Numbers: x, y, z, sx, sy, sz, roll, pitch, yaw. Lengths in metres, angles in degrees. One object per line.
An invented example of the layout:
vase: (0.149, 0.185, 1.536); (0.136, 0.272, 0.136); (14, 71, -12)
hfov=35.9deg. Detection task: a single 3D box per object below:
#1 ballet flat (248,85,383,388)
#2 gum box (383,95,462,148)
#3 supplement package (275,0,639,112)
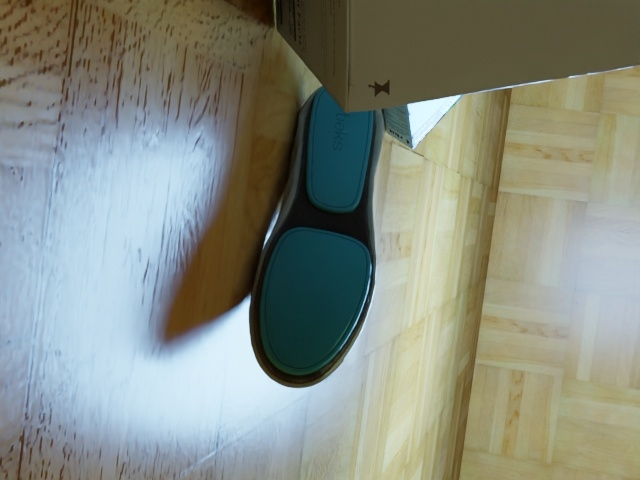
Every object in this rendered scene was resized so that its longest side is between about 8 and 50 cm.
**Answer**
ballet flat: (0.000, 0.000, 0.720); (0.086, 0.086, 0.249); (74, 26, -59)
gum box: (0.124, -0.205, 1.023); (0.157, 0.041, 0.184); (-47, 155, -16)
supplement package: (0.084, -0.232, 0.565); (0.145, 0.203, 0.262); (-121, -156, -53)
